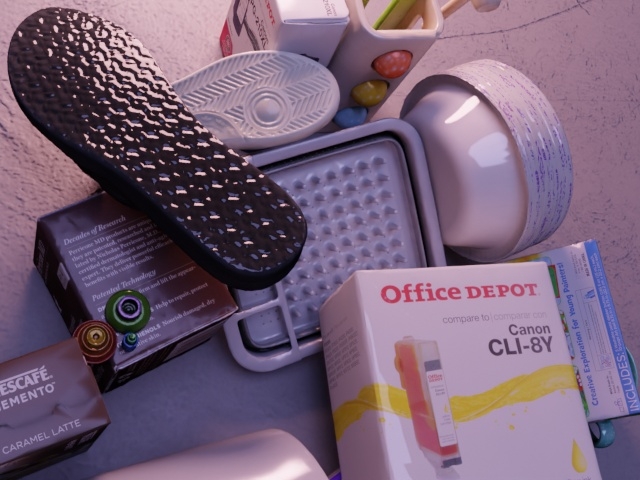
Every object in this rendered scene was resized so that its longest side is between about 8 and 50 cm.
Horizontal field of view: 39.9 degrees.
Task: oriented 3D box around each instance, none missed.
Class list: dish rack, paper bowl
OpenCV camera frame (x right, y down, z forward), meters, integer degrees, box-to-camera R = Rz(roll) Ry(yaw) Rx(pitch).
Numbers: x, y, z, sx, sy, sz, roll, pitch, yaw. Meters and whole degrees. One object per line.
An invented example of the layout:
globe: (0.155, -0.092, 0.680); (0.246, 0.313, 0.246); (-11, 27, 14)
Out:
dish rack: (0.000, 0.000, 1.204); (0.332, 0.072, 0.286); (-18, 105, -18)
paper bowl: (0.209, -0.105, 1.264); (0.148, 0.284, 0.284); (-20, 79, -26)

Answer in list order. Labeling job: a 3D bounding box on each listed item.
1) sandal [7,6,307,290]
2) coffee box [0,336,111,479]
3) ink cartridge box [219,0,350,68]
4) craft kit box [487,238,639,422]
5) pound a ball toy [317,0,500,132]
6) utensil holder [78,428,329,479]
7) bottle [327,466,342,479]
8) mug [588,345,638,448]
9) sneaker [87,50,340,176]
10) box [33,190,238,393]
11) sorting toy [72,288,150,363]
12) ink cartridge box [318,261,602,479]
sandal: (-0.209, -0.097, 1.029); (0.446, 0.107, 0.167); (45, 56, 13)
coffee box: (-0.325, 0.199, 0.968); (0.141, 0.246, 0.098); (-19, 78, -26)
ink cartridge box: (-0.058, -0.297, 1.250); (0.100, 0.237, 0.172); (-5, 64, -22)
craft kit box: (0.300, 0.148, 1.255); (0.246, 0.061, 0.250); (-14, 73, 14)
pound a ball toy: (0.105, -0.267, 1.266); (0.208, 0.319, 0.136); (-5, 73, -23)
utensil holder: (-0.180, 0.395, 0.910); (0.385, 0.327, 0.328); (-11, 75, -26)
bottle: (0.083, 0.330, 1.161); (0.282, 0.092, 0.118); (-31, 87, -28)
mug: (0.386, 0.216, 1.316); (0.129, 0.097, 0.158); (33, 63, -7)
sneaker: (-0.147, -0.155, 1.189); (0.350, 0.148, 0.131); (-13, 82, -3)
box: (-0.235, 0.055, 1.100); (0.167, 0.168, 0.203); (-26, 81, -25)
sorting toy: (-0.224, 0.094, 0.971); (0.061, 0.042, 0.102); (43, 64, 0)
ink cartridge box: (0.170, 0.230, 1.088); (0.279, 0.160, 0.385); (-2, 68, -20)
